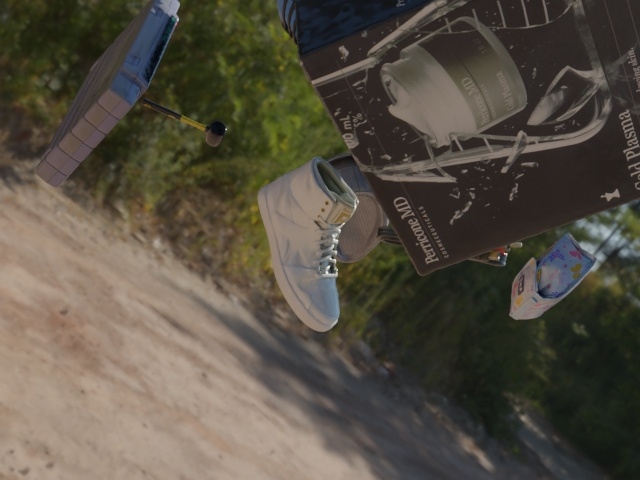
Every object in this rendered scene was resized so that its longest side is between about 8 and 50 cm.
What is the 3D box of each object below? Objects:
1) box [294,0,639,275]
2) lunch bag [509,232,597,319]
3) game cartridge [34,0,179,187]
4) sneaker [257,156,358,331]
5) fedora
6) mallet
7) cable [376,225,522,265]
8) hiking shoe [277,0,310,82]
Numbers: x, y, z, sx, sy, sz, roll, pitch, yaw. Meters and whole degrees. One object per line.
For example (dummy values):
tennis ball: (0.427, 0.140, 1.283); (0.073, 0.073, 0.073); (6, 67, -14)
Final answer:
box: (0.268, -0.262, 1.508); (0.297, 0.472, 0.480); (-93, 157, -46)
lunch bag: (0.232, 0.041, 1.025); (0.053, 0.083, 0.071); (43, -23, 9)
game cartridge: (-0.343, -0.261, 1.659); (0.068, 0.230, 0.355); (41, 32, -24)
sneaker: (0.000, 0.000, 1.746); (0.108, 0.169, 0.292); (-4, 68, -50)
fedora: (0.062, -0.049, 2.101); (0.244, 0.275, 0.124); (4, 41, -18)
mallet: (-0.292, -0.254, 2.127); (0.190, 0.039, 0.062); (21, -23, 0)
cable: (0.257, -0.004, 1.971); (0.287, 0.072, 0.139); (12, -5, 35)
hiking shoe: (-0.009, -0.389, 1.793); (0.113, 0.132, 0.304); (2, 69, -27)
